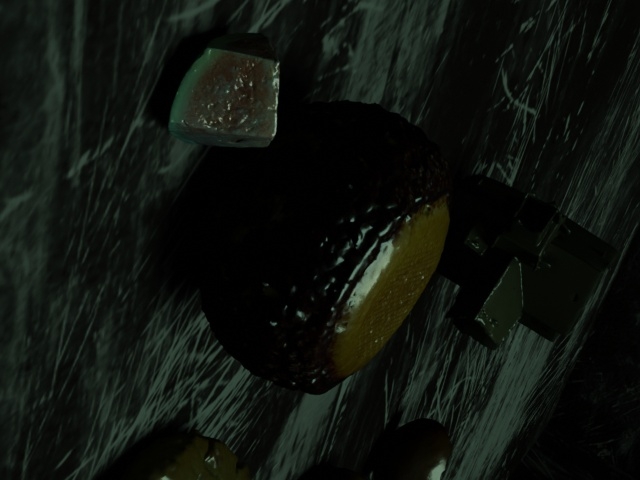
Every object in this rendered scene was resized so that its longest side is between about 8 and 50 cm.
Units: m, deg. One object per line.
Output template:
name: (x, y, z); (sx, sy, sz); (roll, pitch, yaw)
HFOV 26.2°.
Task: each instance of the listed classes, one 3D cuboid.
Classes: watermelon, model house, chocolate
watermelon: (-0.064, -0.097, 0.932); (0.092, 0.072, 0.085); (-37, 135, -41)
model house: (0.245, 0.024, 1.730); (0.204, 0.211, 0.243); (-56, 168, -14)
chocolate: (0.150, 0.341, 2.156); (0.127, 0.124, 0.133); (4, 97, -53)

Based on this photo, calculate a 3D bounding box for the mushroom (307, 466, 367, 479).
mushroom: (0.016, 0.437, 1.850); (0.254, 0.267, 0.267); (-16, 147, -14)

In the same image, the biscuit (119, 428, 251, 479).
biscuit: (-0.128, 0.314, 1.265); (0.296, 0.075, 0.296); (4, 90, -69)

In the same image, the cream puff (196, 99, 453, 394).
cream puff: (0.000, 0.000, 1.101); (0.239, 0.165, 0.239); (-50, 161, -25)
